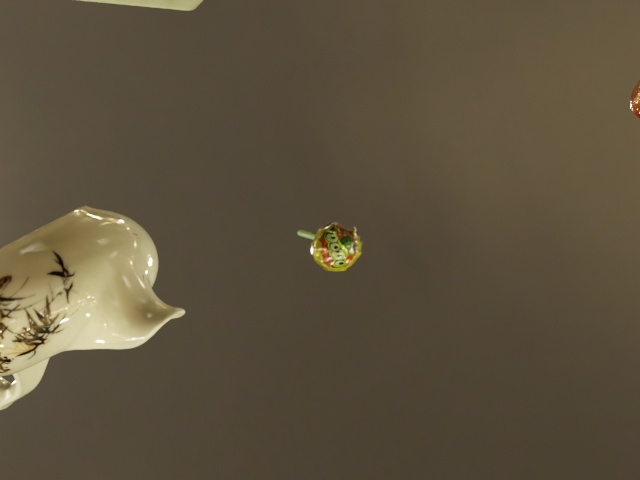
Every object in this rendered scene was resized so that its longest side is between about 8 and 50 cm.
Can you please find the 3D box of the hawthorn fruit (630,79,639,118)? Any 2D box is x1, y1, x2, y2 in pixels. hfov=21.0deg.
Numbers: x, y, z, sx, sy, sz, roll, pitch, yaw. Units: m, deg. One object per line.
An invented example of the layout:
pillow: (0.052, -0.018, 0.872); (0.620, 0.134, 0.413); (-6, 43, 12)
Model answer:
hawthorn fruit: (0.417, -0.179, 2.060); (0.081, 0.081, 0.093); (15, -111, 31)

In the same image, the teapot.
teapot: (-0.254, 0.065, 1.606); (0.300, 0.166, 0.208); (-37, -172, 48)

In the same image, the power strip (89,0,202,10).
power strip: (-0.230, -0.332, 2.069); (0.338, 0.098, 0.058); (-4, -122, -49)

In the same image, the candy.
candy: (0.000, 0.000, 2.050); (0.060, 0.060, 0.201); (-21, -169, -12)
